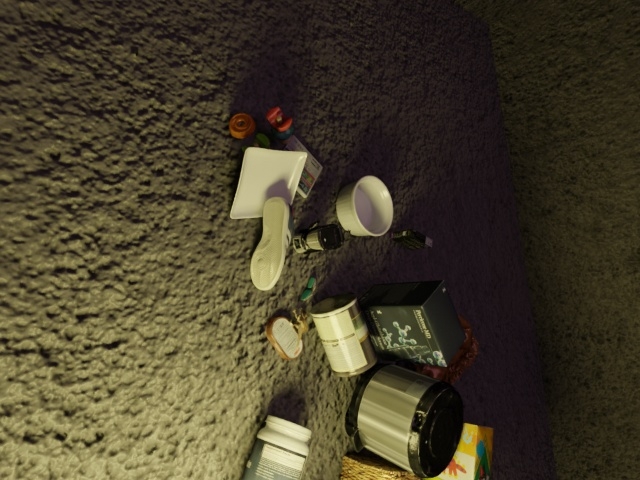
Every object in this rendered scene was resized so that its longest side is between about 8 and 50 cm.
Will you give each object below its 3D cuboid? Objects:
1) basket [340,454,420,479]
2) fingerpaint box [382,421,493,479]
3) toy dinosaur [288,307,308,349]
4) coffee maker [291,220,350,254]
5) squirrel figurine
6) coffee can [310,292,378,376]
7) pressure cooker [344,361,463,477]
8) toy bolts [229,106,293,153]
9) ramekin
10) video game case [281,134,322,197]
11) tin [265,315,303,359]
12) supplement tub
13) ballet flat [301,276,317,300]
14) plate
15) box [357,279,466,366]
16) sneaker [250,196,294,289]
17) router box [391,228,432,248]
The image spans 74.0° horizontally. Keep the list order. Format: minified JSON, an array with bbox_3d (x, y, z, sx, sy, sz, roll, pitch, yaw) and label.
[{"bbox_3d":[0.217,0.992,1.668,0.213,0.299,0.223,25,67,-39],"label":"basket"},{"bbox_3d":[0.493,0.955,1.832,0.163,0.444,0.372,27,65,-38],"label":"fingerpaint box"},{"bbox_3d":[-0.077,0.326,1.639,0.093,0.053,0.183,52,32,-31],"label":"toy dinosaur"},{"bbox_3d":[0.000,0.000,1.720,0.171,0.178,0.120,16,74,-37],"label":"coffee maker"},{"bbox_3d":[0.623,0.603,2.141,0.397,0.280,0.371,39,65,-29],"label":"squirrel figurine"},{"bbox_3d":[0.097,0.380,1.729,0.201,0.201,0.276,-28,102,-42],"label":"coffee can"},{"bbox_3d":[0.322,0.700,1.735,0.369,0.420,0.376,24,77,-44],"label":"pressure cooker"},{"bbox_3d":[-0.214,-0.397,1.630,0.228,0.158,0.218,-39,71,-9],"label":"toy bolts"},{"bbox_3d":[0.200,-0.151,1.961,0.277,0.135,0.278,8,78,-42],"label":"ramekin"},{"bbox_3d":[-0.092,-0.312,1.797,0.201,0.023,0.184,45,56,-29],"label":"video game case"},{"bbox_3d":[-0.136,0.375,1.630,0.106,0.040,0.190,-45,113,-33],"label":"tin"},{"bbox_3d":[-0.151,0.761,1.443,0.191,0.191,0.273,38,59,-32],"label":"supplement tub"},{"bbox_3d":[-0.042,0.206,1.744,0.041,0.041,0.114,43,57,-29],"label":"ballet flat"},{"bbox_3d":[-0.200,-0.216,1.585,0.277,0.045,0.278,-7,126,-43],"label":"plate"},{"bbox_3d":[0.380,0.357,1.863,0.212,0.395,0.294,-36,106,-41],"label":"box"},{"bbox_3d":[-0.163,0.018,1.613,0.148,0.131,0.351,23,80,-71],"label":"sneaker"},{"bbox_3d":[0.471,-0.004,2.187,0.178,0.133,0.046,24,68,-38],"label":"router box"}]
